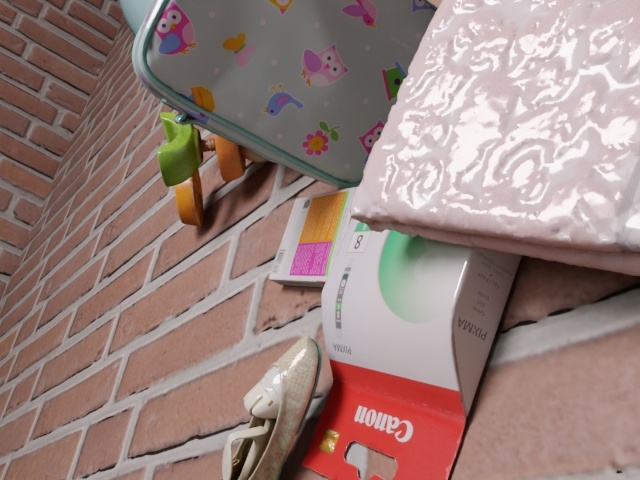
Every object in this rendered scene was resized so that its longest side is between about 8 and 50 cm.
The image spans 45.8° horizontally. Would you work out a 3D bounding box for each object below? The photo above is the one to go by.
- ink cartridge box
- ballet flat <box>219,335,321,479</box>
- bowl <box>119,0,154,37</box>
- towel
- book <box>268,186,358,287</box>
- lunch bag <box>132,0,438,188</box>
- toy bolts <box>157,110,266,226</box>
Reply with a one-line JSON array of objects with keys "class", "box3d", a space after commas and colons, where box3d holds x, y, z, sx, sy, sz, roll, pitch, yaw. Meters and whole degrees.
[{"class": "ink cartridge box", "box3d": [0.051, 0.079, 0.584, 0.181, 0.056, 0.224, -1, 62, 60]}, {"class": "ballet flat", "box3d": [-0.047, 0.158, 0.641, 0.057, 0.052, 0.168, 34, 108, 61]}, {"class": "bowl", "box3d": [-0.074, -0.253, 0.888, 0.311, 0.311, 0.163, -42, 46, 33]}, {"class": "towel", "box3d": [0.188, -0.141, 0.477, 0.317, 0.053, 0.331, 12, 73, 50]}, {"class": "book", "box3d": [0.000, 0.000, 0.773, 0.144, 0.035, 0.096, -1, 66, 61]}, {"class": "lunch bag", "box3d": [-0.035, -0.185, 0.735, 0.224, 0.279, 0.108, -61, 22, 6]}, {"class": "toy bolts", "box3d": [-0.136, -0.148, 1.100, 0.218, 0.158, 0.228, 86, 178, -55]}]
